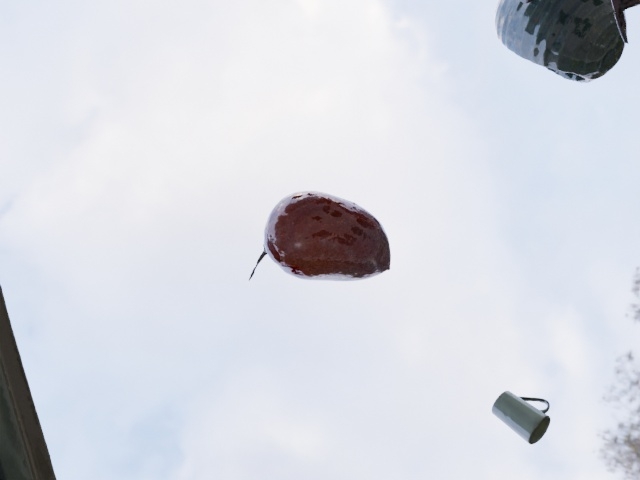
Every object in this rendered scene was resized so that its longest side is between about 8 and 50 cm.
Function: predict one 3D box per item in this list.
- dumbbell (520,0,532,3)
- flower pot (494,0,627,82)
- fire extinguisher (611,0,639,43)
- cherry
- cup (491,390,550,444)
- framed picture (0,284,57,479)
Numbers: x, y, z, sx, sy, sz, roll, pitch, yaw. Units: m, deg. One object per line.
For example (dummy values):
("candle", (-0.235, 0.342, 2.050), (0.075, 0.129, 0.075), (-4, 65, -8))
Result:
("dumbbell", (0.294, -0.370, 1.213), (0.036, 0.083, 0.040), (4, -107, 8))
("flower pot", (0.411, -0.371, 1.482), (0.189, 0.243, 0.157), (5, -64, -47))
("fire extinguisher", (0.427, -0.338, 0.855), (0.141, 0.341, 0.105), (59, -151, 8))
("cherry", (0.000, -0.004, 0.829), (0.126, 0.106, 0.087), (0, -91, -15))
("cup", (0.333, 0.280, 1.415), (0.075, 0.083, 0.054), (-54, -37, -1))
("framed picture", (-0.453, 0.169, 0.860), (0.326, 0.028, 0.446), (-15, -97, -37))
